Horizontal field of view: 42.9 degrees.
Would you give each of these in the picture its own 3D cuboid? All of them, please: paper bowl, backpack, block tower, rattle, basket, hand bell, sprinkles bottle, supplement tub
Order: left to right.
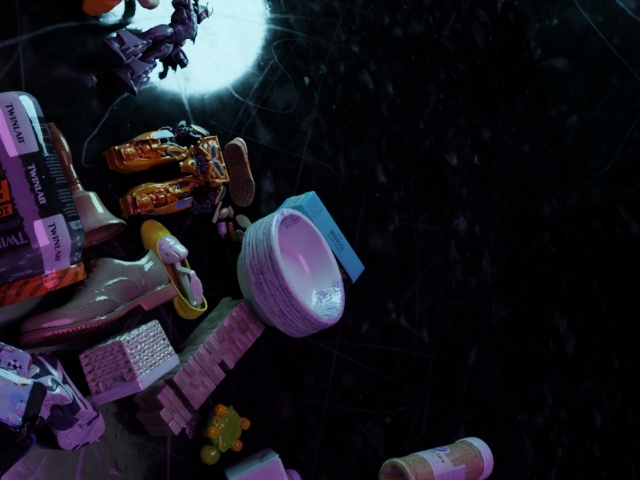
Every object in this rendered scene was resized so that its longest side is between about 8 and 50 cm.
[{"bbox_3d":[-0.586,0.258,1.251,0.263,0.276,0.213,24,34,-31],"label":"backpack"},{"bbox_3d":[-0.537,-0.068,1.404,0.207,0.207,0.338,-24,97,-45],"label":"supplement tub"},{"bbox_3d":[-0.480,-0.115,1.570,0.126,0.126,0.242,-17,80,-46],"label":"hand bell"},{"bbox_3d":[-0.419,-0.543,1.768,0.130,0.143,0.200,37,20,-25],"label":"rattle"},{"bbox_3d":[-0.361,0.226,1.539,0.103,0.113,0.167,68,17,-4],"label":"basket"},{"bbox_3d":[-0.247,0.253,1.699,0.091,0.097,0.335,57,46,-20],"label":"block tower"},{"bbox_3d":[-0.079,0.081,1.833,0.284,0.148,0.284,45,31,-38],"label":"paper bowl"},{"bbox_3d":[0.311,0.607,2.151,0.355,0.121,0.121,1,80,-45],"label":"sprinkles bottle"}]

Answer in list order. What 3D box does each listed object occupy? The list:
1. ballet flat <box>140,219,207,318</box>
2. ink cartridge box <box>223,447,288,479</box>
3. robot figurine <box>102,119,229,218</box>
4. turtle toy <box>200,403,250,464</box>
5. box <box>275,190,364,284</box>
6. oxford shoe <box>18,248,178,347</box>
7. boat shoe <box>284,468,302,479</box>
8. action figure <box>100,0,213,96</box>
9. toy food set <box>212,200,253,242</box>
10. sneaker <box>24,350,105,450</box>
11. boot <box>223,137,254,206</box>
[{"bbox_3d":[-0.298,0.057,1.705,0.077,0.077,0.231,-31,102,-44],"label":"ballet flat"},{"bbox_3d":[-0.097,0.578,1.655,0.114,0.197,0.273,-19,85,-12],"label":"ink cartridge box"},{"bbox_3d":[-0.310,-0.148,1.737,0.291,0.085,0.211,-20,95,-46],"label":"robot figurine"},{"bbox_3d":[-0.212,0.409,1.714,0.095,0.066,0.130,39,56,-32],"label":"turtle toy"},{"bbox_3d":[0.000,0.000,2.002,0.244,0.100,0.060,56,49,-19],"label":"box"},{"bbox_3d":[-0.432,0.107,1.544,0.348,0.123,0.130,-21,89,-55],"label":"oxford shoe"},{"bbox_3d":[-0.077,0.622,1.786,0.075,0.083,0.226,3,79,-46],"label":"boat shoe"},{"bbox_3d":[-0.330,-0.434,1.751,0.285,0.099,0.185,-43,154,-30],"label":"action figure"},{"bbox_3d":[-0.205,-0.035,1.865,0.122,0.019,0.078,41,54,-40],"label":"toy food set"},{"bbox_3d":[-0.478,0.275,1.465,0.094,0.153,0.235,-35,147,-4],"label":"sneaker"},{"bbox_3d":[-0.183,-0.160,1.887,0.085,0.059,0.158,-88,172,-69],"label":"boot"}]
